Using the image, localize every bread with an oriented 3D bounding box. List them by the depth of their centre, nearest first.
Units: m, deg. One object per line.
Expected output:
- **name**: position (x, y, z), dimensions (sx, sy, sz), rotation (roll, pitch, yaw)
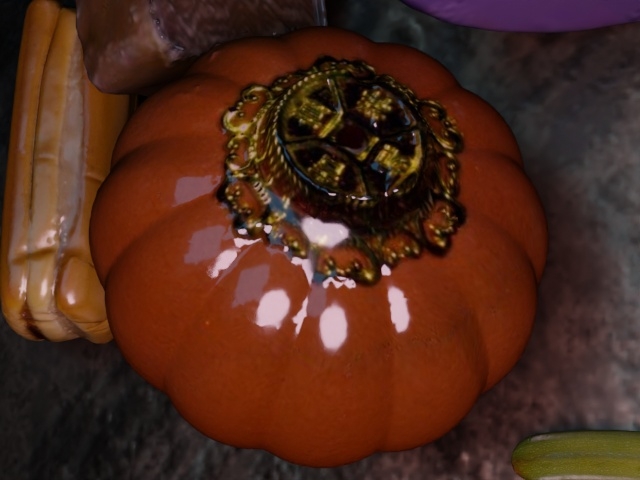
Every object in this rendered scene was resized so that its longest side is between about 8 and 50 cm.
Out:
- **bread**: position (-0.144, -0.039, 0.890), dimensions (0.077, 0.116, 0.200), rotation (1, 74, 5)

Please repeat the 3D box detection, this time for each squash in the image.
- **squash**: position (0.131, 0.105, 0.734), dimensions (0.083, 0.027, 0.027), rotation (-3, 74, 29)

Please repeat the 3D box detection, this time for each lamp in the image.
- **lamp**: position (0.000, 0.000, 0.739), dimensions (0.223, 0.196, 0.223), rotation (3, 61, -6)

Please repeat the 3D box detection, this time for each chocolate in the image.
- **chocolate**: position (-0.086, -0.189, 0.851), dimensions (0.093, 0.148, 0.214), rotation (-19, 81, 40)

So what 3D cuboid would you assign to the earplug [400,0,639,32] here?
- **earplug**: position (0.113, -0.349, 0.787), dimensions (0.215, 0.215, 0.456), rotation (-14, 65, 25)
